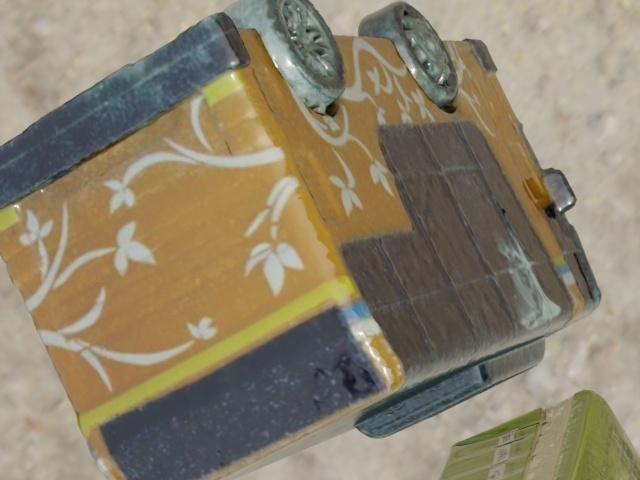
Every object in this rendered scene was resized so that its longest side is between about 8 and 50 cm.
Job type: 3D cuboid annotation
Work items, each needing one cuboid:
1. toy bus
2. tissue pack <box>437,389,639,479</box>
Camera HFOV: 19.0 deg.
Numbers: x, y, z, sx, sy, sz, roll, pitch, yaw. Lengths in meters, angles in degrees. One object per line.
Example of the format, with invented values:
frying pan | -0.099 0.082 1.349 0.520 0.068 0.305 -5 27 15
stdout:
toy bus | 0.000 0.000 0.912 0.162 0.323 0.194 -29 82 23
tissue pack | 0.186 0.274 1.530 0.167 0.275 0.200 -26 99 19
